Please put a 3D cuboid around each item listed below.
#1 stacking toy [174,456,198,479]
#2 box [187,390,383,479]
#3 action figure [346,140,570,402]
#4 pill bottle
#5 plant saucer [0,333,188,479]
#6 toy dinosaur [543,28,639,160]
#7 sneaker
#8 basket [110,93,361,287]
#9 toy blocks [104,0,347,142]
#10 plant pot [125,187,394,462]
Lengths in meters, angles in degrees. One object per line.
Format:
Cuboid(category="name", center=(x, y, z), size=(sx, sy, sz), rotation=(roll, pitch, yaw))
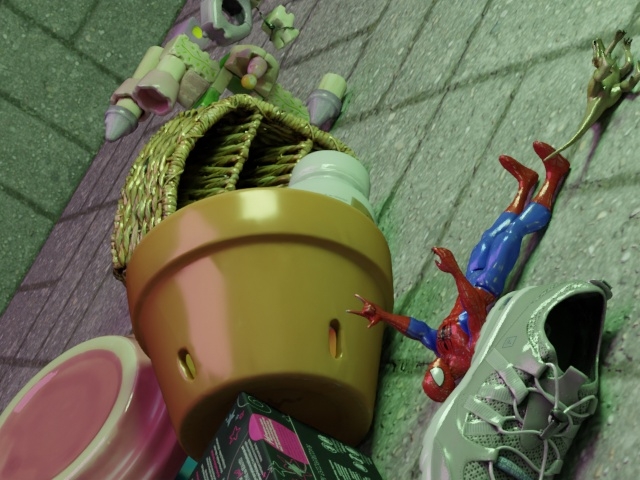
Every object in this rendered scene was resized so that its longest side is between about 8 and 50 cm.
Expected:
Cuboid(category="stacking toy", center=(-0.255, 0.272, 2.010), size=(0.302, 0.175, 0.165), rotation=(126, 162, -56))
Cuboid(category="box", center=(-0.024, 0.271, 1.357), size=(0.142, 0.163, 0.247), rotation=(-58, 18, 8))
Cuboid(category="action figure", center=(0.132, 0.016, 1.440), size=(0.091, 0.139, 0.280), rotation=(-25, 39, 60))
Cuboid(category="pill bottle", center=(0.000, 0.000, 1.791), size=(0.131, 0.131, 0.229), rotation=(-43, 23, 35))
Cuboid(category="plant saucer", center=(-0.282, 0.231, 1.726), size=(0.332, 0.084, 0.332), rotation=(-30, 32, 21))
Cuboid(category="toy dinosaur", center=(0.282, -0.148, 1.482), size=(0.183, 0.053, 0.092), rotation=(-63, 3, -40))
Cuboid(category="sneaker", center=(0.163, 0.135, 1.200), size=(0.115, 0.105, 0.281), rotation=(-35, 28, 49))
Cuboid(category="basket", center=(-0.109, -0.047, 1.917), size=(0.223, 0.213, 0.299), rotation=(-10, 45, 34))
Cuboid(category="toy blocks", center=(-0.151, -0.172, 2.224), size=(0.309, 0.289, 0.260), rotation=(-28, 30, 50))
Cuboid(category="plant pot", center=(-0.058, 0.114, 1.565), size=(0.291, 0.291, 0.203), rotation=(-43, 39, 36))
